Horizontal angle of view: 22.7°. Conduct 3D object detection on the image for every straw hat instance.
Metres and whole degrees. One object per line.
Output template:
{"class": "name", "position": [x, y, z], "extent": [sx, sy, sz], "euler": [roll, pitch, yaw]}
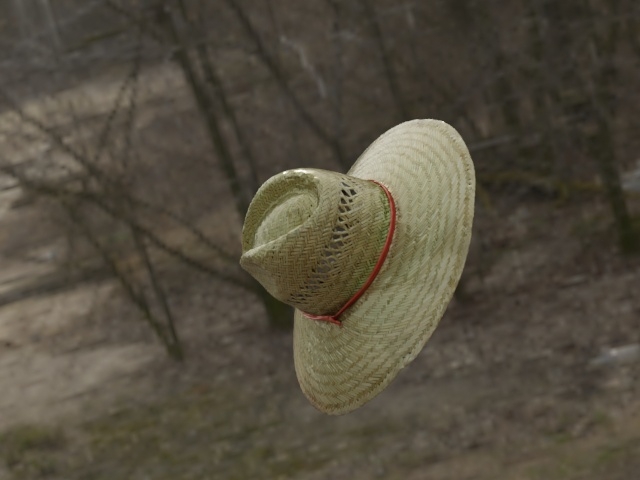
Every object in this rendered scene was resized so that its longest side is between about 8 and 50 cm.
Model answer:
{"class": "straw hat", "position": [0.000, 0.000, 0.679], "extent": [0.061, 0.144, 0.144], "euler": [19, -5, -25]}
